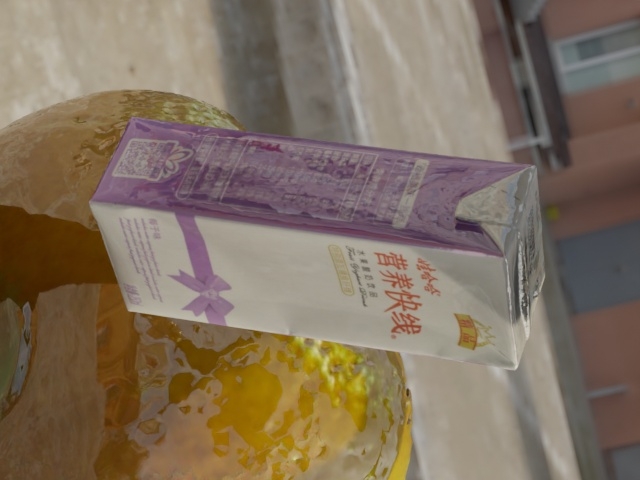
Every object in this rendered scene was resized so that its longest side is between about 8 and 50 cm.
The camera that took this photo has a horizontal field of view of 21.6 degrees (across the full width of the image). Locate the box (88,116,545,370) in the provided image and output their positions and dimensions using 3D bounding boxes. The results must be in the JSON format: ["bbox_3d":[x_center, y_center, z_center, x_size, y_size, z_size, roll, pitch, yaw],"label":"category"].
[{"bbox_3d":[0.000,0.000,0.449,0.050,0.117,0.036,75,29,-47],"label":"box"}]

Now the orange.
[{"bbox_3d":[-0.111,0.060,0.845,0.196,0.263,0.334,47,10,-50],"label":"orange"}]
